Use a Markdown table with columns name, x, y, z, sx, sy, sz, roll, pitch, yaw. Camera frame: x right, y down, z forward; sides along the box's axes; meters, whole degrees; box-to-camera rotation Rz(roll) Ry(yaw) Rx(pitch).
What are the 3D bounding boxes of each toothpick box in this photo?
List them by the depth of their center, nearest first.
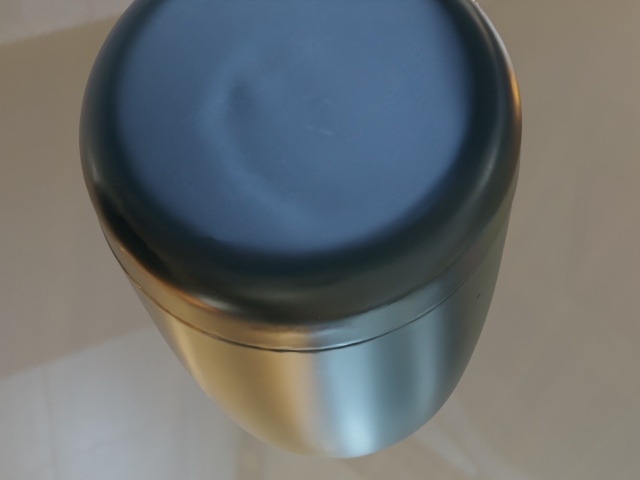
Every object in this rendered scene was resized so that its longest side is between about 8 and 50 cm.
| name | x | y | z | sx | sy | sz | roll | pitch | yaw |
| --- | --- | --- | --- | --- | --- | --- | --- | --- | --- |
| toothpick box | 0.000 | 0.000 | 0.483 | 0.120 | 0.120 | 0.184 | -32 | -24 | -10 |
